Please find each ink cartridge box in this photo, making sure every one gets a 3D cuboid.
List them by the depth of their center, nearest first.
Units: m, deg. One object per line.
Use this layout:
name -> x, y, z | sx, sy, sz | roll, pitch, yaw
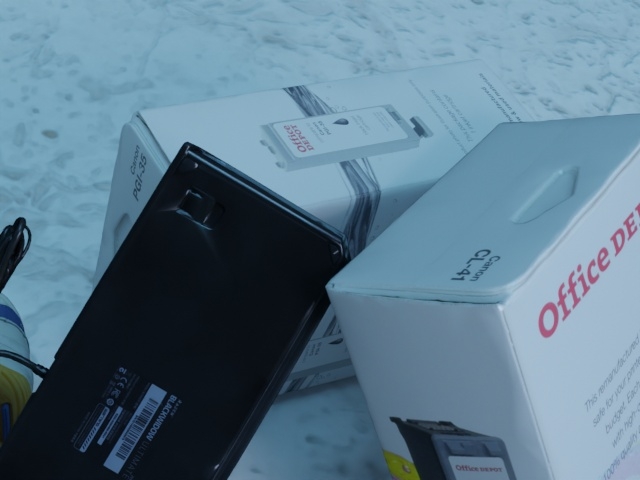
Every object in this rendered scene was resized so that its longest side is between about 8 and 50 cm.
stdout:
ink cartridge box -> 0.151, 0.104, 0.885 | 0.131, 0.306, 0.226 | 0, 30, 39
ink cartridge box -> 0.000, 0.000, 0.999 | 0.283, 0.207, 0.117 | -12, 50, -29

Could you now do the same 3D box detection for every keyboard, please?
keyboard -> -0.140, 0.087, 0.829 | 0.202, 0.317, 0.033 | 31, 2, -2

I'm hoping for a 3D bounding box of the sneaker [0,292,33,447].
sneaker -> -0.333, 0.072, 0.898 | 0.297, 0.111, 0.131 | 10, 28, -14
